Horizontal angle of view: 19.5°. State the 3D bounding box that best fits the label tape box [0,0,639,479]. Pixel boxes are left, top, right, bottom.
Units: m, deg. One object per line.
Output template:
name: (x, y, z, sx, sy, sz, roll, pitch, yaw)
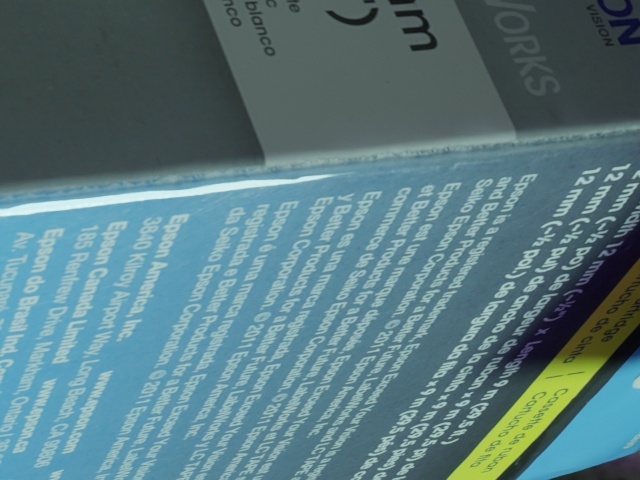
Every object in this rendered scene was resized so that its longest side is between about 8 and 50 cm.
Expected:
label tape box: (0.000, 0.000, 0.602, 0.348, 0.115, 0.249, -9, 151, -28)
